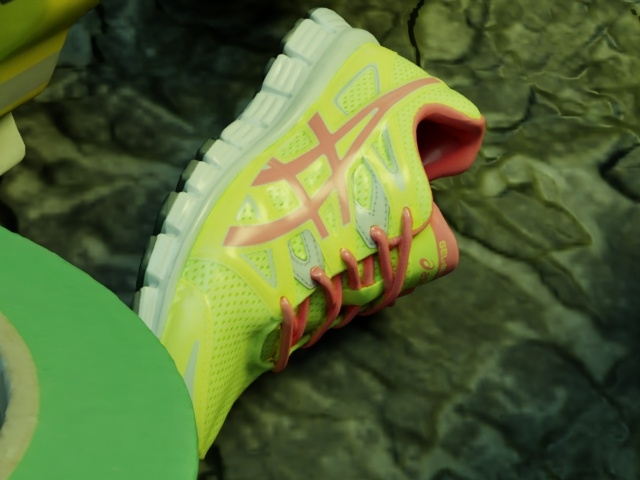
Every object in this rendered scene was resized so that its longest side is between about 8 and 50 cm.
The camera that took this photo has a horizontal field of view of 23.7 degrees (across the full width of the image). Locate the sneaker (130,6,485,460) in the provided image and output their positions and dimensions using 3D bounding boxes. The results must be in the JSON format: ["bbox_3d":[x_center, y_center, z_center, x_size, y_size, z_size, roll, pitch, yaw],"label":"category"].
[{"bbox_3d":[0.000,0.000,0.541,0.094,0.081,0.208,24,54,8],"label":"sneaker"}]

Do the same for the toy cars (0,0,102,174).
[{"bbox_3d":[-0.055,-0.104,0.571,0.394,0.176,0.087,-28,105,-17],"label":"toy cars"}]

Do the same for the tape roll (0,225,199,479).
[{"bbox_3d":[-0.194,0.061,0.374,0.321,0.077,0.321,10,21,-4],"label":"tape roll"}]
